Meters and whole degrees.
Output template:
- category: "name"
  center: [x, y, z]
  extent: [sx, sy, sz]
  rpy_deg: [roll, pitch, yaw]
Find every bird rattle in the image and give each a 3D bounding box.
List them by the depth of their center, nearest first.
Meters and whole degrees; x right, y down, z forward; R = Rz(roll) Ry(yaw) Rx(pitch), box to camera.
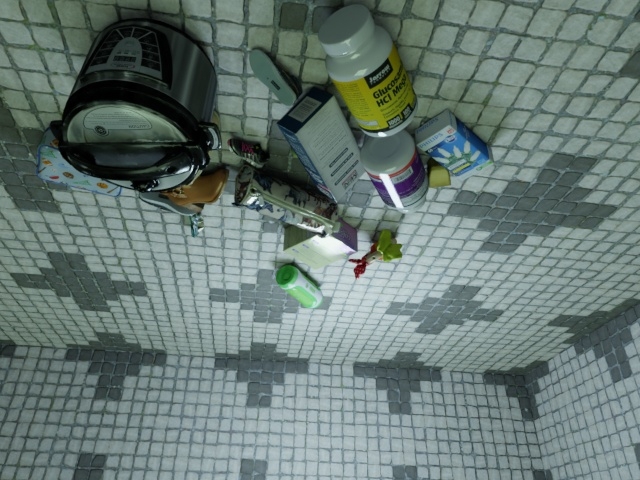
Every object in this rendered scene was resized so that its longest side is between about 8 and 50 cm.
- category: "bird rattle"
  center: [0.247, 0.065, 2.155]
  extent: [0.253, 0.207, 0.143]
  rpy_deg: [-43, 86, 29]

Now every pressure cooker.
- category: "pressure cooker"
  center: [-0.474, -0.331, 1.339]
  extent: [0.370, 0.420, 0.375]
  rpy_deg: [-26, 138, 36]

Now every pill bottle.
- category: "pill bottle"
  center: [0.130, -0.453, 1.347]
  extent: [0.188, 0.188, 0.334]
  rpy_deg: [-15, 144, 23]
- category: "pill bottle"
  center: [0.266, -0.226, 1.697]
  extent: [0.182, 0.181, 0.323]
  rpy_deg: [-12, 148, 19]

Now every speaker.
- category: "speaker"
  center: [-0.101, 0.236, 2.481]
  extent: [0.131, 0.131, 0.296]
  rpy_deg: [-16, 144, 24]

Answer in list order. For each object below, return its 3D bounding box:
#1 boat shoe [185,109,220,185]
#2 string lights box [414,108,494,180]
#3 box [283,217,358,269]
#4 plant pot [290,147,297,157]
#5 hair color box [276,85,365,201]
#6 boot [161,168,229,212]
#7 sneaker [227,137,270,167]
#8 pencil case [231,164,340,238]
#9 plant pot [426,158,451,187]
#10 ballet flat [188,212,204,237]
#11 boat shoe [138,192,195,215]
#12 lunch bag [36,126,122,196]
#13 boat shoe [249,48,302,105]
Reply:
- category: "boat shoe"
  center: [-0.402, -0.306, 1.643]
  extent: [0.105, 0.089, 0.285]
  rpy_deg: [15, 130, -14]
- category: "string lights box"
  center: [0.449, -0.314, 1.659]
  extent: [0.260, 0.076, 0.133]
  rpy_deg: [27, 140, -34]
- category: "box"
  center: [0.000, 0.000, 2.120]
  extent: [0.243, 0.117, 0.213]
  rpy_deg: [-24, 139, 35]
- category: "plant pot"
  center: [-0.057, -0.313, 1.681]
  extent: [0.079, 0.083, 0.083]
  rpy_deg: [-9, 148, 38]
- category: "hair color box"
  center: [0.017, -0.299, 1.591]
  extent: [0.174, 0.105, 0.347]
  rpy_deg: [-46, 141, -9]
- category: "boot"
  center: [-0.483, -0.220, 1.823]
  extent: [0.220, 0.109, 0.283]
  rpy_deg: [29, 145, -31]
- category: "sneaker"
  center: [-0.240, -0.309, 1.698]
  extent: [0.075, 0.063, 0.170]
  rpy_deg: [-24, 145, 34]
- category: "pencil case"
  center: [-0.121, -0.137, 1.849]
  extent: [0.410, 0.183, 0.160]
  rpy_deg: [20, 111, -26]
- category: "plant pot"
  center: [0.420, -0.248, 1.764]
  extent: [0.082, 0.081, 0.083]
  rpy_deg: [-5, 136, 10]
- category: "ballet flat"
  center: [-0.517, -0.071, 2.075]
  extent: [0.070, 0.070, 0.188]
  rpy_deg: [5, 150, -6]
- category: "boat shoe"
  center: [-0.602, -0.149, 1.947]
  extent: [0.229, 0.080, 0.076]
  rpy_deg: [15, 162, -26]
- category: "lunch bag"
  center: [-0.830, -0.268, 1.731]
  extent: [0.303, 0.115, 0.243]
  rpy_deg: [16, 147, -23]
- category: "boat shoe"
  center: [-0.128, -0.478, 1.438]
  extent: [0.065, 0.083, 0.183]
  rpy_deg: [-27, 111, 35]
